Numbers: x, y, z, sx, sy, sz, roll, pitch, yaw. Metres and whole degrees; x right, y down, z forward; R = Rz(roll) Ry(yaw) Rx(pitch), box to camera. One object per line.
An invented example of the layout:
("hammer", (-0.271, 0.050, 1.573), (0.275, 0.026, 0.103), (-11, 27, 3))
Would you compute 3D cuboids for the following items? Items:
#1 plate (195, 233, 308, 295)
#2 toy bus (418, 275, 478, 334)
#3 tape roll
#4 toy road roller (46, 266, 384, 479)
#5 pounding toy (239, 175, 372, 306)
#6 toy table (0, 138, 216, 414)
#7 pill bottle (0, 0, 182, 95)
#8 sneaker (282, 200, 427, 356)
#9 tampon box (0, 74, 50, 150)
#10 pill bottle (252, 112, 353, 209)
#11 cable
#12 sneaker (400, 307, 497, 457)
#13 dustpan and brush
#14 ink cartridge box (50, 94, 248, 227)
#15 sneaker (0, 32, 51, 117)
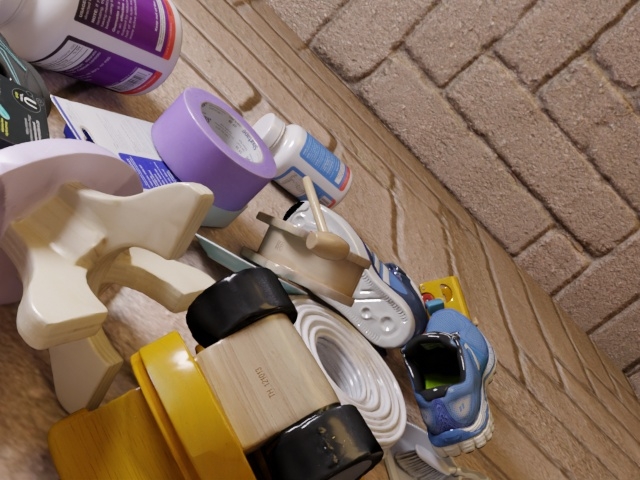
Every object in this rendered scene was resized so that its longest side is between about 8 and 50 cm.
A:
("plate", (-0.105, 0.043, 1.065), (0.188, 0.024, 0.188), (28, -3, 2))
("toy bus", (0.260, 0.172, 1.453), (0.191, 0.104, 0.202), (-110, -173, -63))
("tape roll", (-0.161, -0.140, 1.116), (0.189, 0.080, 0.189), (41, 21, -19))
("toy road roller", (-0.102, 0.197, 0.686), (0.202, 0.240, 0.329), (57, -16, 24))
("pounding toy", (0.000, 0.000, 1.114), (0.154, 0.155, 0.269), (25, -2, -27))
("toy table", (-0.216, 0.019, 0.675), (0.161, 0.252, 0.274), (36, 27, 15))
("pill bottle", (-0.367, -0.336, 1.081), (0.181, 0.181, 0.323), (55, 20, 20))
("sneaker", (0.072, 0.066, 1.361), (0.323, 0.130, 0.236), (48, 11, 11))
("tampon box", (-0.381, -0.119, 0.756), (0.161, 0.101, 0.120), (29, 27, -44))
("pill bottle", (-0.047, -0.164, 1.519), (0.221, 0.124, 0.124), (39, 21, -28))
("cable", (0.007, 0.195, 1.003), (0.257, 0.089, 0.257), (55, 20, 17))
("sneaker", (0.210, 0.192, 1.184), (0.330, 0.129, 0.147), (-74, 141, -66))
("dustpan and brush", (0.187, 0.354, 1.124), (0.211, 0.060, 0.147), (36, 23, -31))
("ink cartridge box", (-0.252, -0.104, 1.063), (0.165, 0.065, 0.332), (55, 19, 18))
("sneaker", (-0.432, -0.246, 0.866), (0.267, 0.101, 0.106), (46, 3, -5))
